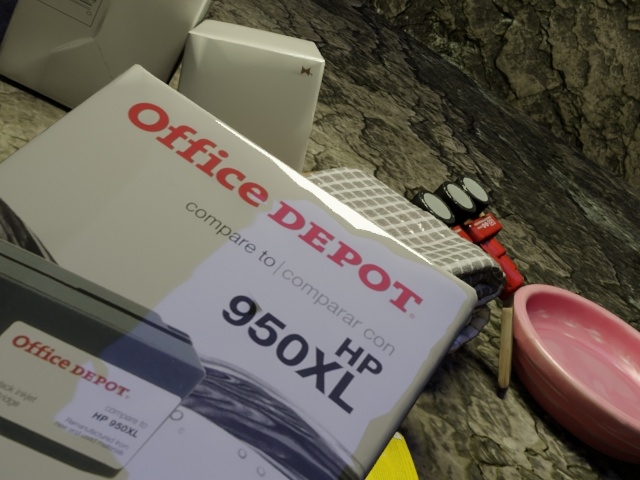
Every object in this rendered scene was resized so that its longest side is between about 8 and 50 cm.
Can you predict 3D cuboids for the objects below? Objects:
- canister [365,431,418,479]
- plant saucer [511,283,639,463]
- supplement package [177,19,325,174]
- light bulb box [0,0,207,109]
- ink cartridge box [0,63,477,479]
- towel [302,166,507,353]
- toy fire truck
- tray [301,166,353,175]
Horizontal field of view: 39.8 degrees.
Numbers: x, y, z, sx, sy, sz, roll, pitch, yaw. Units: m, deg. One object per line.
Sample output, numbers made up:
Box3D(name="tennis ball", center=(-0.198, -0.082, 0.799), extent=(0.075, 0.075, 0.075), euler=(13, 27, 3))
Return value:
Box3D(name="canister", center=(0.000, 0.205, 0.801), extent=(0.170, 0.073, 0.126), euler=(22, 25, -22))
Box3D(name="plant saucer", center=(0.399, 0.197, 1.260), extent=(0.332, 0.084, 0.332), euler=(26, 25, -13))
Box3D(name="supplement package", center=(-0.102, -0.196, 1.219), extent=(0.175, 0.177, 0.293), euler=(11, 15, -7))
Box3D(name="light bulb box", center=(-0.265, -0.398, 1.302), extent=(0.225, 0.358, 0.361), euler=(26, 24, -13))
Box3D(name="ink cartridge box", center=(-0.132, 0.115, 0.513), extent=(0.285, 0.166, 0.395), euler=(35, 53, 9))
Box3D(name="towel", center=(0.023, 0.026, 0.911), extent=(0.283, 0.121, 0.235), euler=(-13, 41, -43))
Box3D(name="toy fire truck", center=(0.190, 0.065, 1.132), extent=(0.246, 0.158, 0.217), euler=(48, 28, 12))
Box3D(name="tray", center=(0.000, 0.000, 1.193), extent=(0.203, 0.076, 0.411), euler=(40, 25, 20))
